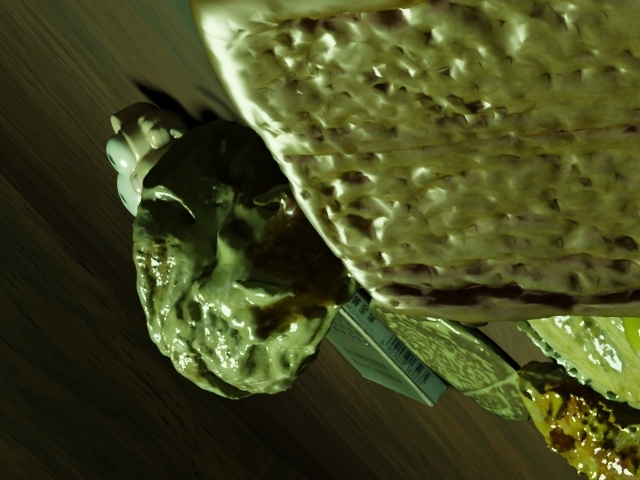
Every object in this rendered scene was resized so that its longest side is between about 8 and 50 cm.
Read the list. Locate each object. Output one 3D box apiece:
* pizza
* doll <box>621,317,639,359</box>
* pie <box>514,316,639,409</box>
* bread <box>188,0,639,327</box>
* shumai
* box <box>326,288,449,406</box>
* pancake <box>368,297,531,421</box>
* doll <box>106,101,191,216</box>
[{"bbox_3d":[0.344,0.249,1.664,0.335,0.086,0.226,43,168,-8],"label":"pizza"},{"bbox_3d":[0.251,0.037,1.113,0.135,0.142,0.221,3,160,4],"label":"doll"},{"bbox_3d":[0.230,0.063,1.414,0.274,0.055,0.274,38,166,11],"label":"pie"},{"bbox_3d":[0.121,-0.097,0.826,0.337,0.148,0.328,-5,140,31],"label":"bread"},{"bbox_3d":[-0.026,0.038,1.660,0.262,0.267,0.314,8,121,39],"label":"shumai"},{"bbox_3d":[0.023,0.094,2.118,0.325,0.047,0.180,48,165,-29],"label":"box"},{"bbox_3d":[0.161,0.141,1.923,0.250,0.031,0.250,37,167,10],"label":"pancake"},{"bbox_3d":[-0.169,-0.083,1.881,0.278,0.119,0.154,21,139,63],"label":"doll"}]
